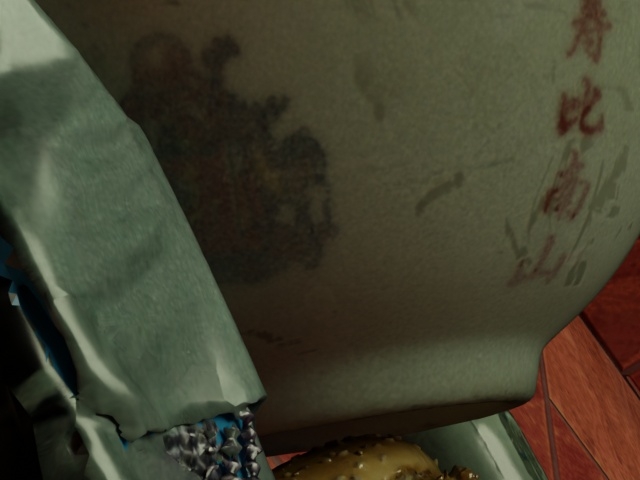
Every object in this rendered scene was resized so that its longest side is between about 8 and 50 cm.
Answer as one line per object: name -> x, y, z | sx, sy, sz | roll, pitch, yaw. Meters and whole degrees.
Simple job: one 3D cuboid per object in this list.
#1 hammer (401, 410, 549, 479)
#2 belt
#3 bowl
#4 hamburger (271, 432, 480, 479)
hammer -> 0.082, 0.200, 1.107 | 0.206, 0.119, 0.335 | 60, 15, 17
belt -> -0.156, 0.031, 0.564 | 0.260, 0.122, 0.325 | -16, 77, -46
bowl -> 0.000, 0.000, 0.820 | 0.435, 0.435, 0.196 | 17, 62, -68
hamburger -> -0.001, 0.165, 0.778 | 0.118, 0.191, 0.182 | 57, 21, 10
